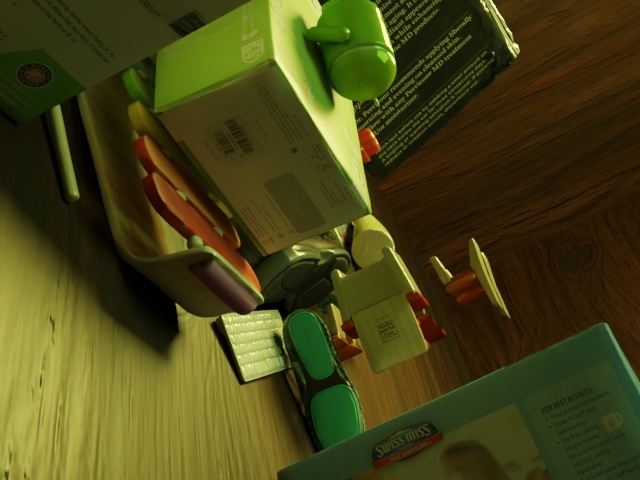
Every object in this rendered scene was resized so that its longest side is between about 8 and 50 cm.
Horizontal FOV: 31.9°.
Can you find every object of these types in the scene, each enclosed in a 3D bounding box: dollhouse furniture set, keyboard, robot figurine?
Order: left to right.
[{"bbox_3d":[-0.065,0.113,1.238,0.072,0.014,0.256,64,9,7],"label":"keyboard"},{"bbox_3d":[0.034,-0.183,1.070,0.101,0.067,0.115,35,36,-54],"label":"robot figurine"},{"bbox_3d":[0.100,0.111,1.407,0.135,0.262,0.259,68,10,20],"label":"dollhouse furniture set"}]

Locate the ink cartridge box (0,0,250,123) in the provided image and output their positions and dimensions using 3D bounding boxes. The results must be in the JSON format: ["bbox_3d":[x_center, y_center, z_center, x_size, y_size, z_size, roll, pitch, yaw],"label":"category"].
[{"bbox_3d":[-0.164,-0.228,0.795,0.198,0.273,0.114,50,16,-59],"label":"ink cartridge box"}]

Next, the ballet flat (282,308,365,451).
[{"bbox_3d":[0.004,0.171,1.304,0.070,0.070,0.188,29,44,-75],"label":"ballet flat"}]

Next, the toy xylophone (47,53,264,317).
[{"bbox_3d":[-0.159,-0.075,1.017,0.322,0.081,0.236,67,9,25],"label":"toy xylophone"}]

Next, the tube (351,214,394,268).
[{"bbox_3d":[0.078,-0.003,1.677,0.240,0.062,0.070,-73,175,-83],"label":"tube"}]

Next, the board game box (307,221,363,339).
[{"bbox_3d":[0.000,0.000,1.710,0.303,0.098,0.224,65,10,12],"label":"board game box"}]

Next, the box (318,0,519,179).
[{"bbox_3d":[-0.032,-0.416,1.620,0.480,0.297,0.472,47,-1,43],"label":"box"}]

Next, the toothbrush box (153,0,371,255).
[{"bbox_3d":[-0.057,-0.162,1.088,0.283,0.122,0.206,-96,159,-44],"label":"toothbrush box"}]

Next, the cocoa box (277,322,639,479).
[{"bbox_3d":[0.176,0.260,1.094,0.231,0.347,0.228,66,9,17],"label":"cocoa box"}]

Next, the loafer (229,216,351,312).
[{"bbox_3d":[-0.040,0.020,1.375,0.095,0.109,0.302,48,6,13],"label":"loafer"}]

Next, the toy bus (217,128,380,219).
[{"bbox_3d":[-0.036,-0.098,1.399,0.149,0.211,0.220,67,10,13],"label":"toy bus"}]
